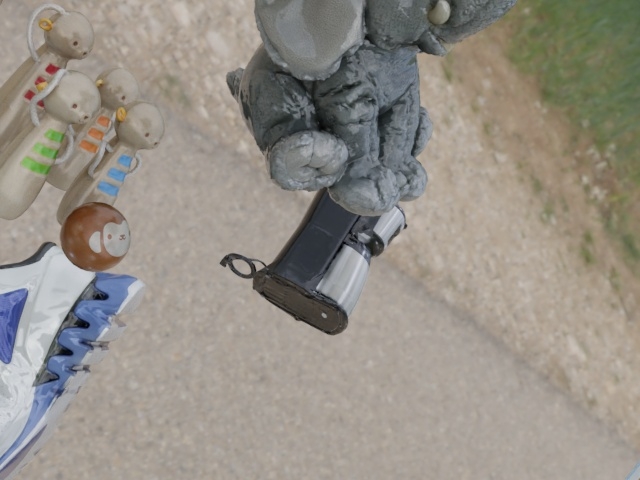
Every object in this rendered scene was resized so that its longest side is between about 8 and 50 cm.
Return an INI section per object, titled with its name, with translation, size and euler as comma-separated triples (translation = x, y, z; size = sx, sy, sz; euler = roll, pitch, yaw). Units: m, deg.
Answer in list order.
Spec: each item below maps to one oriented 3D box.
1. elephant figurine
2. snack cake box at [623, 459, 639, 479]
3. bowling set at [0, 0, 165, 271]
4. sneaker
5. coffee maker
[elephant figurine]
translation = 0.040, -0.154, 0.728
size = 0.185, 0.240, 0.169
euler = 14, 31, -6
[snack cake box]
translation = 0.225, 0.187, 0.557
size = 0.264, 0.152, 0.089
euler = -41, 125, -23
[bowling set]
translation = -0.190, -0.084, 0.848
size = 0.200, 0.154, 0.287
euler = 38, 9, 18
[sneaker]
translation = -0.353, 0.127, 1.159
size = 0.182, 0.316, 0.127
euler = 35, -8, 5
[coffee maker]
translation = 0.000, 0.000, 1.331
size = 0.171, 0.120, 0.178
euler = 39, 62, -16
